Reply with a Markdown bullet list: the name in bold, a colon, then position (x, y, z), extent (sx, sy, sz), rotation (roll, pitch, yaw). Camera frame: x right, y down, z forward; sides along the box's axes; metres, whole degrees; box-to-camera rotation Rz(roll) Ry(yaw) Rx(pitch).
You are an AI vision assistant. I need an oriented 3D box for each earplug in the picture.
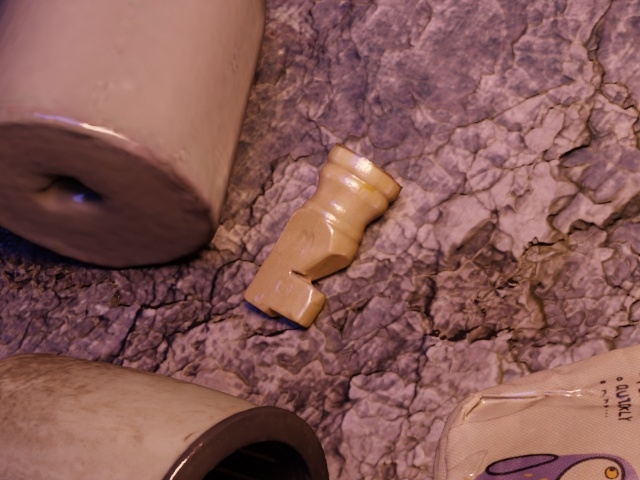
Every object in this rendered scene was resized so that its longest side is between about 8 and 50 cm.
- **earplug**: position (-0.223, -0.206, 2.000), extent (0.312, 0.312, 0.394), rotation (1, 58, 22)

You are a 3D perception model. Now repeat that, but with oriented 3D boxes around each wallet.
- **wallet**: position (0.236, 0.215, 1.665), extent (0.275, 0.068, 0.335), rotation (-15, 37, 18)

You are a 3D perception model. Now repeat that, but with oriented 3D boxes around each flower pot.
- **flower pot**: position (-0.204, 0.253, 1.728), extent (0.330, 0.293, 0.293), rotation (20, 70, 33)

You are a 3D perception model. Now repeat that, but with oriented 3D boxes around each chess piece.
- **chess piece**: position (0.000, 0.000, 1.930), extent (0.090, 0.090, 0.200), rotation (31, 87, 33)
